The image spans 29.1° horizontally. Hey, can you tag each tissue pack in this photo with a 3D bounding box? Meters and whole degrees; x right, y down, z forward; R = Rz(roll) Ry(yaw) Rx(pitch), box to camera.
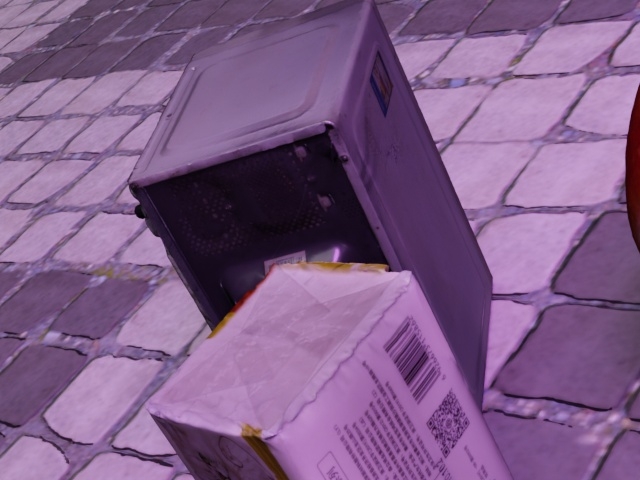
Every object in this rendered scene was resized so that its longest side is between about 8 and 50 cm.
[{"bbox_3d":[0.010,0.099,0.556,0.099,0.148,0.106,4,41,45],"label":"tissue pack"}]

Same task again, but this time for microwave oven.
[{"bbox_3d":[0.000,0.000,0.669,0.129,0.205,0.163,-15,30,22],"label":"microwave oven"}]

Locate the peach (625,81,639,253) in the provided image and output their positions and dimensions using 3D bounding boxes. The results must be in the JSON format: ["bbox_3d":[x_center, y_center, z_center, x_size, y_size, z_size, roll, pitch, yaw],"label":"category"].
[{"bbox_3d":[0.252,-0.045,0.537,0.244,0.199,0.243,-18,20,7],"label":"peach"}]
